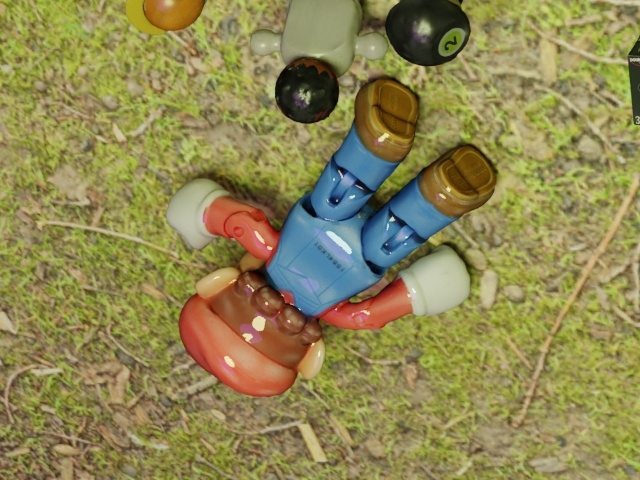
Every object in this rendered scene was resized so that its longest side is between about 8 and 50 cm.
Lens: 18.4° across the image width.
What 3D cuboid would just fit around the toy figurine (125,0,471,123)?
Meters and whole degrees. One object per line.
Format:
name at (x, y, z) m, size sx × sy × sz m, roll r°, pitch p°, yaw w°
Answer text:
toy figurine at (-0.010, -0.193, 1.417) m, size 0.213 × 0.148 × 0.209 m, roll 34°, pitch 138°, yaw -29°

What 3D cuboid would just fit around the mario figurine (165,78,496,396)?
mario figurine at (0.000, 0.000, 1.648) m, size 0.320 × 0.170 × 0.198 m, roll -44°, pitch 61°, yaw 33°

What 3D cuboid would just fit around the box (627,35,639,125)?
box at (0.270, -0.117, 1.424) m, size 0.083 × 0.052 × 0.062 m, roll 7°, pitch 128°, yaw 26°
